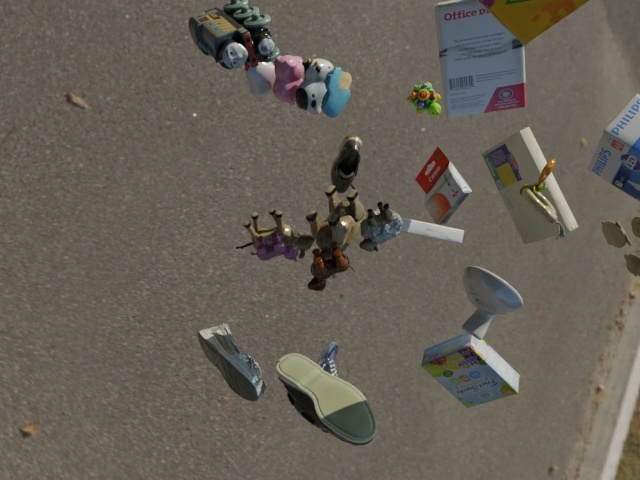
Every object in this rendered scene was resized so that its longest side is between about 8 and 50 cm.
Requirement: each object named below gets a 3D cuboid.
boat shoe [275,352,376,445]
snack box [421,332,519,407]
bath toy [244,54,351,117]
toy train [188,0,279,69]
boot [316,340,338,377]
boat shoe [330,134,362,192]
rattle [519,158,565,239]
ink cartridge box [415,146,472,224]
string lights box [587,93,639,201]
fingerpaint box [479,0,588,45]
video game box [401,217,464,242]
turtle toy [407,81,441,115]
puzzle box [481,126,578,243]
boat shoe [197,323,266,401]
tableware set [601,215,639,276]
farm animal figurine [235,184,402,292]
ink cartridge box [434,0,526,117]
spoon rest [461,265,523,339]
[{"bbox_3d":[0.011,0.415,1.425,0.127,0.340,0.113,-31,130,-35],"label":"boat shoe"},{"bbox_3d":[0.412,0.358,1.566,0.207,0.174,0.070,41,42,-15],"label":"snack box"},{"bbox_3d":[-0.081,-0.461,1.615,0.152,0.348,0.129,-62,147,-9],"label":"bath toy"},{"bbox_3d":[-0.249,-0.579,1.619,0.190,0.334,0.142,-26,133,-11],"label":"toy train"},{"bbox_3d":[0.029,0.423,1.861,0.190,0.086,0.069,-58,143,-25],"label":"boot"},{"bbox_3d":[0.077,-0.224,1.776,0.080,0.224,0.074,12,48,-5],"label":"boat shoe"},{"bbox_3d":[0.705,-0.118,1.703,0.130,0.142,0.200,37,21,-45],"label":"rattle"},{"bbox_3d":[0.340,-0.158,1.644,0.045,0.145,0.179,-12,58,-34],"label":"ink cartridge box"},{"bbox_3d":[0.518,-0.081,0.791,0.077,0.259,0.133,-49,157,-3],"label":"string lights box"},{"bbox_3d":[0.443,-0.562,0.827,0.163,0.371,0.445,36,60,-16],"label":"fingerpaint box"},{"bbox_3d":[0.330,-0.035,1.822,0.205,0.187,0.048,11,94,-6],"label":"video game box"},{"bbox_3d":[0.351,-0.466,1.891,0.130,0.095,0.066,54,8,8],"label":"turtle toy"},{"bbox_3d":[0.785,-0.199,2.166,0.052,0.272,0.409,-24,87,-17],"label":"puzzle box"},{"bbox_3d":[-0.239,0.331,1.602,0.103,0.320,0.118,-25,122,-27],"label":"boat shoe"},{"bbox_3d":[0.662,0.014,1.188,0.020,0.168,0.141,-27,89,-9],"label":"tableware set"},{"bbox_3d":[0.000,0.000,1.452,0.326,0.330,0.172,-40,135,-21],"label":"farm animal figurine"},{"bbox_3d":[0.344,-0.402,1.227,0.100,0.171,0.237,-67,148,-60],"label":"ink cartridge box"},{"bbox_3d":[0.364,0.131,1.243,0.084,0.137,0.276,-49,158,-18],"label":"spoon rest"}]
